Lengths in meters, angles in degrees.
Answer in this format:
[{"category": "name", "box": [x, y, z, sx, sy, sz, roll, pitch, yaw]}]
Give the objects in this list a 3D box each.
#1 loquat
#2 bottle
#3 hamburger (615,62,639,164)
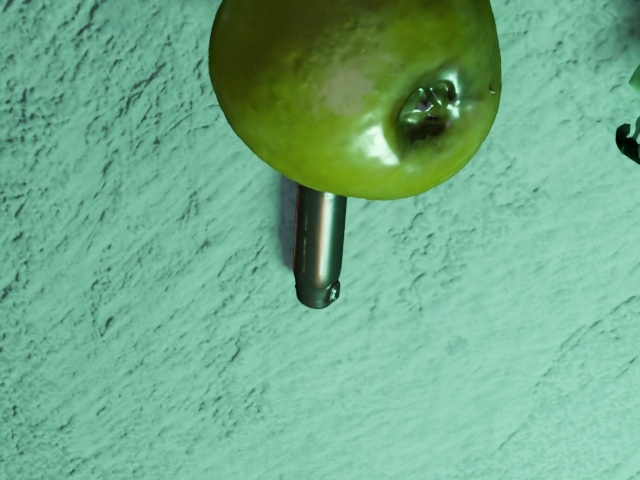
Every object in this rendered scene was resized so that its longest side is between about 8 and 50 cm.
[{"category": "loquat", "box": [0.027, -0.172, 1.228, 0.275, 0.275, 0.274, 4, 123, 6]}, {"category": "bottle", "box": [0.000, 0.000, 1.460, 0.060, 0.060, 0.164, 7, 124, 4]}, {"category": "hamburger", "box": [0.402, -0.152, 1.209, 0.261, 0.150, 0.276, 8, 104, 16]}]
